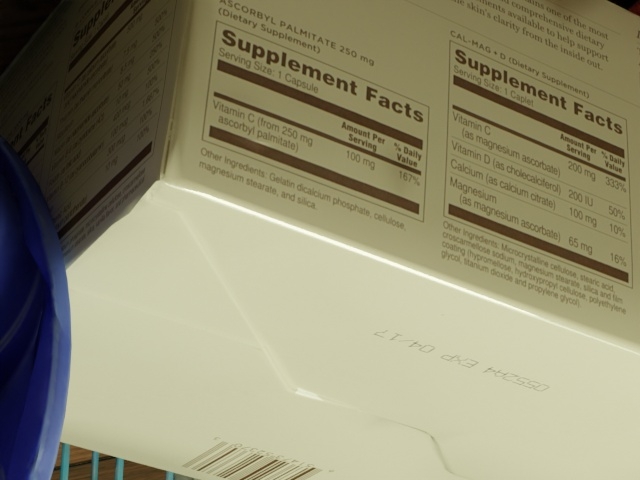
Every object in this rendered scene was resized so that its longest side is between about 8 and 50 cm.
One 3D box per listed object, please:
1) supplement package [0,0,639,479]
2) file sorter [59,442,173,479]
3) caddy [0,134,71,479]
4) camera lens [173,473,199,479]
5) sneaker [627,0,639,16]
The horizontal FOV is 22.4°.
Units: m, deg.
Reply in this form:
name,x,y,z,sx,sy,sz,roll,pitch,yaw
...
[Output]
name,x,y,z,sx,sy,sz,roll,pitch,yaw
supplement package,0.019,0.000,0.607,0.262,0.145,0.204,20,147,-25
file sorter,-0.150,0.104,0.920,0.118,0.104,0.170,-3,172,40
caddy,-0.234,0.058,0.526,0.341,0.241,0.179,-10,152,33
camera lens,0.060,0.129,0.993,0.274,0.219,0.219,-26,157,34
sneaker,0.159,-0.057,0.740,0.136,0.116,0.314,7,148,-22
